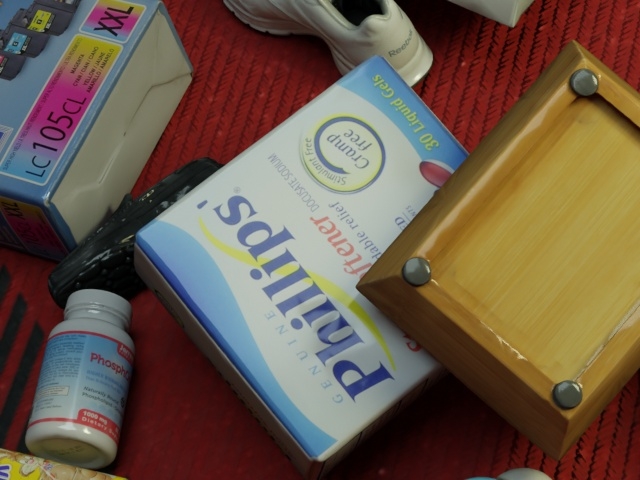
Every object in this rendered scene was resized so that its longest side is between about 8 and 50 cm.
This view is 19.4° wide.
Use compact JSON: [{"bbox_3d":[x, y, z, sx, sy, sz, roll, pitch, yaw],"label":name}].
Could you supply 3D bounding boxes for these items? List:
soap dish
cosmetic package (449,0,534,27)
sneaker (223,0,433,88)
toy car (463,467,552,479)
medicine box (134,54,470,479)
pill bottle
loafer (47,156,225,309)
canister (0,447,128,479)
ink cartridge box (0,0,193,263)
[{"bbox_3d":[0.209,0.003,1.573,0.229,0.118,0.291,41,86,5],"label":"soap dish"},{"bbox_3d":[0.103,-0.394,1.963,0.377,0.097,0.284,25,48,17],"label":"cosmetic package"},{"bbox_3d":[-0.006,-0.267,1.966,0.297,0.129,0.111,31,70,28],"label":"sneaker"},{"bbox_3d":[0.163,0.271,1.579,0.159,0.136,0.182,-39,58,-12],"label":"toy car"},{"bbox_3d":[0.020,0.028,1.709,0.289,0.149,0.263,-38,80,-13],"label":"medicine box"},{"bbox_3d":[-0.224,0.131,1.784,0.087,0.087,0.160,1,59,13],"label":"pill bottle"},{"bbox_3d":[-0.181,-0.008,1.875,0.223,0.076,0.078,-34,52,-15],"label":"loafer"},{"bbox_3d":[-0.269,0.258,1.722,0.170,0.073,0.126,11,61,17],"label":"canister"},{"bbox_3d":[-0.375,-0.154,1.965,0.395,0.151,0.270,15,62,22],"label":"ink cartridge box"}]
